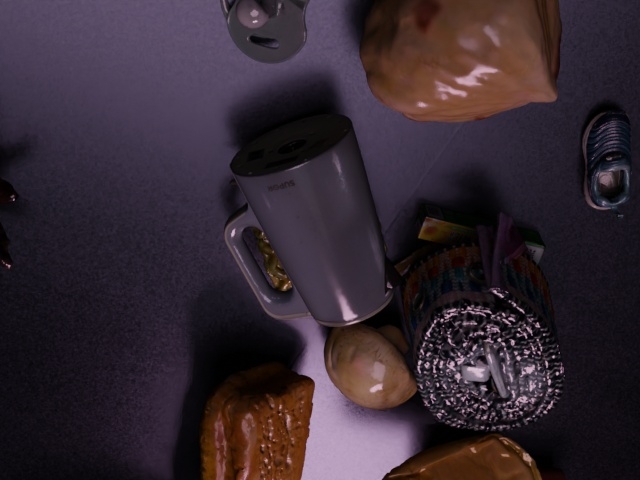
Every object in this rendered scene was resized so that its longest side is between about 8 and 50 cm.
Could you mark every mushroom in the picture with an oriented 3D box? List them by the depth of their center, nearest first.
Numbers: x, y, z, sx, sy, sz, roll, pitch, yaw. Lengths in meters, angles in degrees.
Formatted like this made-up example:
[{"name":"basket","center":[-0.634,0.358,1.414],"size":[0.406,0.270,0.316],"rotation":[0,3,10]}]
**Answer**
[{"name":"mushroom","center":[0.070,0.171,1.615],"size":[0.112,0.148,0.148],"rotation":[-42,116,-23]}]

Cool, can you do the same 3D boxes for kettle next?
[{"name":"kettle","center":[-0.023,-0.011,1.482],"size":[0.210,0.160,0.243],"rotation":[-13,115,16]}]

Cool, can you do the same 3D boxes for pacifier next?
[{"name":"pacifier","center":[-0.074,-0.285,1.400],"size":[0.127,0.116,0.150],"rotation":[25,116,12]}]

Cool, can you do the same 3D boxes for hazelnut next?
[{"name":"hazelnut","center":[0.183,-0.241,1.369],"size":[0.261,0.261,0.241],"rotation":[-38,77,11]}]

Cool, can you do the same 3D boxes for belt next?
[{"name":"belt","center":[0.214,0.117,1.575],"size":[0.207,0.160,0.295],"rotation":[-17,131,15]}]

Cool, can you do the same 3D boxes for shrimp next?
[{"name":"shrimp","center":[0.138,0.053,1.625],"size":[0.114,0.023,0.083],"rotation":[-28,117,3]}]

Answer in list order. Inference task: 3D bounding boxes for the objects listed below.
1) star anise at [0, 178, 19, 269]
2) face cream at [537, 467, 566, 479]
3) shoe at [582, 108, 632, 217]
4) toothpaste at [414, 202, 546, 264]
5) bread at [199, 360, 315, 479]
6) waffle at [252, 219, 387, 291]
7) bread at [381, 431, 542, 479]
[{"name":"star anise","center":[-0.482,-0.067,1.476],"size":[0.272,0.102,0.272],"rotation":[12,125,18]},{"name":"face cream","center":[0.256,0.388,1.750],"size":[0.214,0.096,0.096],"rotation":[1,115,-7]},{"name":"shoe","center":[0.385,-0.103,1.551],"size":[0.064,0.071,0.143],"rotation":[-2,110,-6]},{"name":"toothpaste","center":[0.217,-0.007,1.593],"size":[0.178,0.043,0.037],"rotation":[14,113,-12]},{"name":"bread","center":[-0.103,0.362,1.650],"size":[0.109,0.185,0.380],"rotation":[17,107,30]},{"name":"waffle","center":[0.000,0.000,1.579],"size":[0.169,0.036,0.183],"rotation":[-22,114,1]},{"name":"bread","center":[0.180,0.371,1.620],"size":[0.250,0.179,0.133],"rotation":[-26,161,-21]}]
